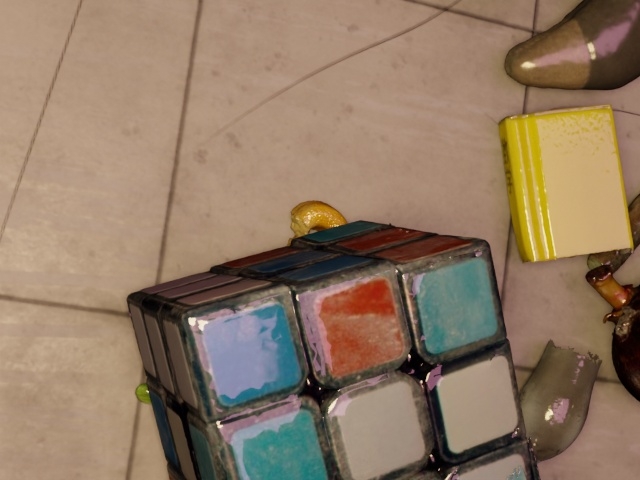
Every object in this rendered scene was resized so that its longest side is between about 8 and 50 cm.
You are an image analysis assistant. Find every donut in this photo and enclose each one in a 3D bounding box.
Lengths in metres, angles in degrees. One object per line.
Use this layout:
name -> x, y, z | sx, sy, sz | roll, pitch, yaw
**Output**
donut -> 0.000, 0.000, 1.363 | 0.097, 0.043, 0.108 | 6, 89, -18

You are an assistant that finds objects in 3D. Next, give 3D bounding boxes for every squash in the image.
squash -> -0.193, 0.201, 1.294 | 0.089, 0.027, 0.027 | 13, 83, -19

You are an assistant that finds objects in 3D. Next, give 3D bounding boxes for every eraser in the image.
eraser -> 0.350, -0.081, 1.452 | 0.158, 0.069, 0.226 | -7, 85, -2

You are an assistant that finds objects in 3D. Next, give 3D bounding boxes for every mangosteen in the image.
mangosteen -> 0.490, 0.122, 1.438 | 0.261, 0.235, 0.235 | 33, 76, 13

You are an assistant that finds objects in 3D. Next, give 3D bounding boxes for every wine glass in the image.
wine glass -> 0.318, 0.253, 1.426 | 0.103, 0.103, 0.222 | 28, 78, -15

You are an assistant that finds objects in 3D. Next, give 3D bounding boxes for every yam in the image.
yam -> 0.500, -0.050, 1.529 | 0.274, 0.061, 0.061 | -44, 101, -14

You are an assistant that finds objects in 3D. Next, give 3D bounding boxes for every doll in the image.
doll -> 0.319, -0.382, 1.392 | 0.383, 0.252, 0.378 | -17, 92, -13

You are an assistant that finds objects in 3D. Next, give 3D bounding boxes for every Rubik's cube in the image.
Rubik's cube -> 0.000, 0.186, 1.166 | 0.359, 0.362, 0.363 | -17, 100, -17
